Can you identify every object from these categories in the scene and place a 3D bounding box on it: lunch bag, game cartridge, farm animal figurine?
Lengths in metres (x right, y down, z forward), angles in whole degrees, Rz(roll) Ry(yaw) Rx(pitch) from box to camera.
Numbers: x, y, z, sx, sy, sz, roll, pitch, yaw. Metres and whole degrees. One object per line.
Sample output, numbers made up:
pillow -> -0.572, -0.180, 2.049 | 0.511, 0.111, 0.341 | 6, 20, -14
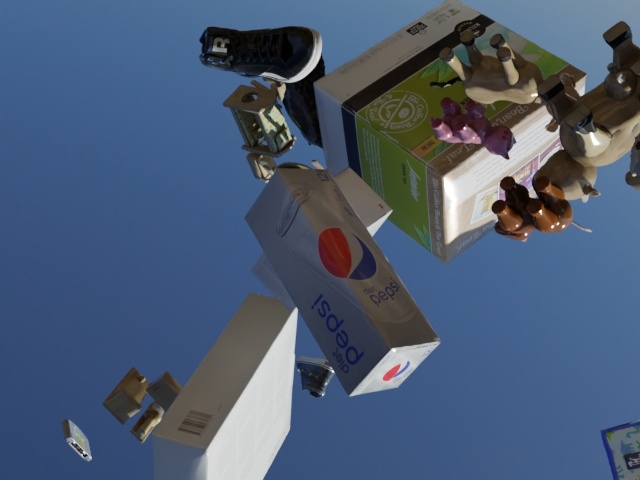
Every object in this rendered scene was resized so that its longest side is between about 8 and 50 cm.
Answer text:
lunch bag -> 0.574, 0.374, 1.873 | 0.151, 0.129, 0.096 | -12, 168, -7
game cartridge -> -0.460, 0.375, 2.030 | 0.017, 0.083, 0.056 | -30, -137, -2
farm animal figurine -> 0.315, -0.142, 1.344 | 0.172, 0.326, 0.330 | 39, -146, -46

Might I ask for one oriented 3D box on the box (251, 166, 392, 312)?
box -> 0.000, 0.000, 1.526 | 0.091, 0.170, 0.130 | 45, -134, 10

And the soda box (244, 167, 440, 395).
soda box -> 0.021, 0.044, 1.316 | 0.091, 0.098, 0.286 | -3, -129, -43

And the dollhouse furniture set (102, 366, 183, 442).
dollhouse furniture set -> -0.292, 0.292, 2.033 | 0.144, 0.151, 0.123 | 48, -149, -9

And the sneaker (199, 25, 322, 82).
sneaker -> -0.104, -0.278, 1.585 | 0.121, 0.079, 0.217 | 4, 179, -37

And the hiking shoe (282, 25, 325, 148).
hiking shoe -> -0.040, -0.270, 1.931 | 0.086, 0.227, 0.114 | -25, -164, -27

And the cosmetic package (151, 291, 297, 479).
cosmetic package -> -0.145, 0.304, 1.712 | 0.097, 0.284, 0.377 | 11, -147, 15

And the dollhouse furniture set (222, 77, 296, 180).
dollhouse furniture set -> -0.067, -0.224, 1.995 | 0.101, 0.182, 0.161 | 16, -127, 36

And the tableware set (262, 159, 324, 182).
tableware set -> -0.016, -0.082, 2.005 | 0.128, 0.039, 0.194 | -3, 150, 36

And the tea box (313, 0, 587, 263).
tea box -> 0.219, -0.195, 1.825 | 0.329, 0.220, 0.323 | -36, -126, -21

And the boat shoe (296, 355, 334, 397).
boat shoe -> -0.026, 0.325, 2.556 | 0.065, 0.083, 0.183 | 28, 165, -16
